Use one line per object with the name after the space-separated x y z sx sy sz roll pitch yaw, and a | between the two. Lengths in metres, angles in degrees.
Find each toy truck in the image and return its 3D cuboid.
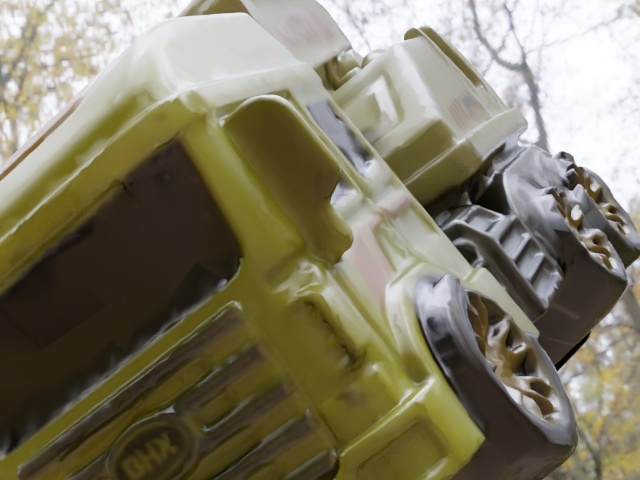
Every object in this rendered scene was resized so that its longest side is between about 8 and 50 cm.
0.000 0.000 0.516 0.180 0.254 0.405 -41 -2 23 | toy truck
